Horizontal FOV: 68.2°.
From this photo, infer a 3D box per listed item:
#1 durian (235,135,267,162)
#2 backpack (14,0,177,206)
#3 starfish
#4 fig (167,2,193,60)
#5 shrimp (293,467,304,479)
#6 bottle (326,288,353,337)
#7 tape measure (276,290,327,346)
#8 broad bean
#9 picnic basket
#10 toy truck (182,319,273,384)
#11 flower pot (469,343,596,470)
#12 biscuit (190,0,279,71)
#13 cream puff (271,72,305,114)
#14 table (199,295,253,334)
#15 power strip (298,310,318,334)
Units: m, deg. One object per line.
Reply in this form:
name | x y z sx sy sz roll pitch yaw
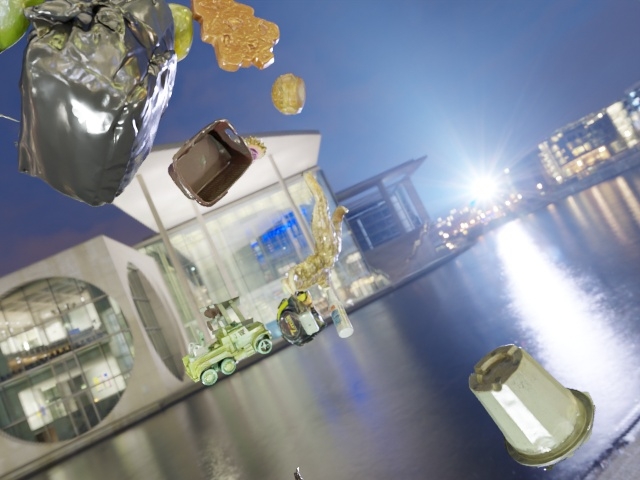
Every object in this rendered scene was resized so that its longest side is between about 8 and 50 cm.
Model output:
durian | -0.390 -0.339 1.950 0.341 0.112 0.191 -33 -32 20
backpack | -0.408 -0.311 0.895 0.255 0.445 0.363 23 -47 -17
starfish | 0.000 0.000 1.266 0.082 0.323 0.432 6 -7 18
fig | -0.399 -0.546 1.245 0.153 0.136 0.120 -21 25 40
shrimp | 0.000 0.598 1.102 0.117 0.066 0.262 -28 9 -8
bottle | 0.066 0.271 1.808 0.060 0.217 0.060 -10 -47 -11
tape measure | -0.083 0.303 1.829 0.112 0.199 0.186 -10 -27 -47
broad bean | -0.524 -0.350 0.791 0.098 0.318 0.056 11 -15 -26
picnic basket | -0.394 -0.264 1.629 0.129 0.222 0.297 -1 43 46
toy truck | -0.276 0.310 1.411 0.260 0.135 0.128 -20 11 -29
flower pot | 0.581 0.449 1.354 0.290 0.259 0.290 -42 3 3
biscuit | -0.263 -0.628 1.390 0.284 0.306 0.043 -49 7 -37
cream puff | -0.123 -0.546 1.767 0.115 0.150 0.165 -1 12 16
table | -0.375 0.309 1.885 0.175 0.146 0.062 -18 -51 -25
power strip | -0.037 0.255 1.465 0.040 0.090 0.016 -22 33 2
